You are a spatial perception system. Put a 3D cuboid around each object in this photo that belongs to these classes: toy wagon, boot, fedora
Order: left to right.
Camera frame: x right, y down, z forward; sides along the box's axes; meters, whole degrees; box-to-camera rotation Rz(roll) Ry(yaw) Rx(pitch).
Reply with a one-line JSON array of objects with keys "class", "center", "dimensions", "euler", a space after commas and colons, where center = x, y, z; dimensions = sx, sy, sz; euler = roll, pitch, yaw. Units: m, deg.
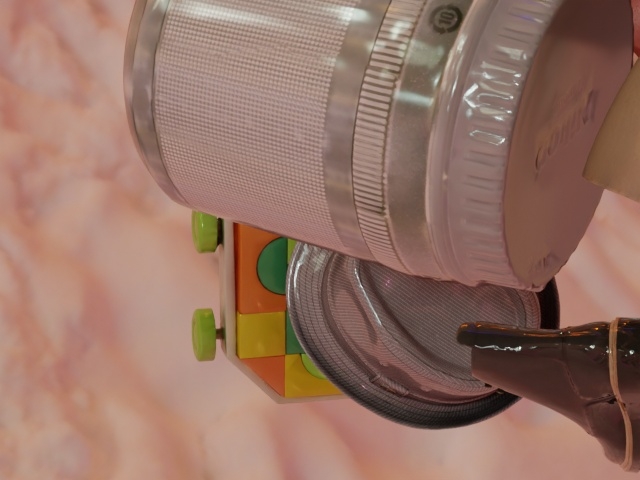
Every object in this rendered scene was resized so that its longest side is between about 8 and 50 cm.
[{"class": "toy wagon", "center": [0.000, 0.000, 1.425], "dimensions": [0.267, 0.344, 0.068], "euler": [-3, 16, -14]}, {"class": "fedora", "center": [0.102, 0.055, 1.292], "dimensions": [0.275, 0.243, 0.124], "euler": [40, -3, 1]}, {"class": "boot", "center": [0.186, 0.114, 1.060], "dimensions": [0.198, 0.137, 0.077], "euler": [72, 26, -50]}]

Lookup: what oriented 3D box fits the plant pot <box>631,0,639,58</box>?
[{"class": "plant pot", "center": [0.352, -0.212, 0.942], "dimensions": [0.272, 0.265, 0.272], "euler": [4, 79, -19]}]

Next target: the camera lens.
[{"class": "camera lens", "center": [0.032, -0.099, 0.858], "dimensions": [0.274, 0.219, 0.219], "euler": [16, 19, 28]}]

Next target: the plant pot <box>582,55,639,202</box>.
[{"class": "plant pot", "center": [0.287, -0.078, 0.637], "dimensions": [0.284, 0.191, 0.284], "euler": [15, 9, -2]}]
